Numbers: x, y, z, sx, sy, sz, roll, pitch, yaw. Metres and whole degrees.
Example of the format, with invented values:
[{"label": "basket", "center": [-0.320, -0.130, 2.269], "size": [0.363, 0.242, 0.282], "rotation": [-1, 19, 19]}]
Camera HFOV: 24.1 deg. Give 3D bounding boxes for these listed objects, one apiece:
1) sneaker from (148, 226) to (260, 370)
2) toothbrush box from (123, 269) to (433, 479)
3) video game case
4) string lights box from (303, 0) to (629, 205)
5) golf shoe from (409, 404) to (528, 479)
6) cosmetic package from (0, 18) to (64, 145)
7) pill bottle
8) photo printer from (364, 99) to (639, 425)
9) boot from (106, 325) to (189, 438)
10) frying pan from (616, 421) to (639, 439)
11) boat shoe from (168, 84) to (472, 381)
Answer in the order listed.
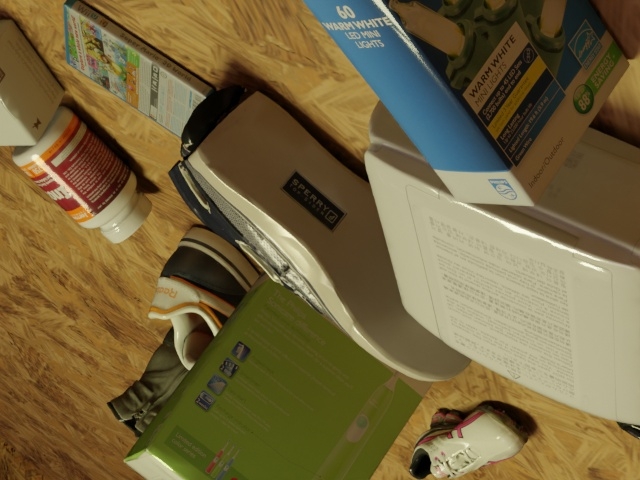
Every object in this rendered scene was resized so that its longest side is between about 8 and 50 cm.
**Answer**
[{"label": "sneaker", "center": [-0.081, 0.133, 1.765], "size": [0.321, 0.127, 0.126], "rotation": [46, 154, -27]}, {"label": "toothbrush box", "center": [-0.033, 0.174, 1.564], "size": [0.206, 0.283, 0.122], "rotation": [38, 159, -7]}, {"label": "video game case", "center": [-0.178, -0.160, 1.460], "size": [0.166, 0.015, 0.119], "rotation": [33, 158, 6]}, {"label": "string lights box", "center": [0.076, -0.157, 0.945], "size": [0.077, 0.133, 0.260], "rotation": [6, 144, 52]}, {"label": "golf shoe", "center": [0.164, 0.233, 1.662], "size": [0.067, 0.086, 0.186], "rotation": [42, 156, -10]}, {"label": "cosmetic package", "center": [-0.404, -0.167, 1.621], "size": [0.231, 0.085, 0.117], "rotation": [1, 142, 30]}, {"label": "pill bottle", "center": [-0.261, -0.070, 1.666], "size": [0.152, 0.086, 0.086], "rotation": [46, 156, -24]}, {"label": "photo printer", "center": [0.174, 0.022, 1.196], "size": [0.256, 0.107, 0.307], "rotation": [25, 156, 26]}, {"label": "boot", "center": [-0.155, 0.228, 2.008], "size": [0.246, 0.161, 0.083], "rotation": [22, 155, 30]}, {"label": "frying pan", "center": [0.435, 0.238, 1.323], "size": [0.326, 0.053, 0.197], "rotation": [15, 148, 44]}, {"label": "boat shoe", "center": [0.000, 0.000, 1.412], "size": [0.340, 0.127, 0.158], "rotation": [47, 163, -7]}]
